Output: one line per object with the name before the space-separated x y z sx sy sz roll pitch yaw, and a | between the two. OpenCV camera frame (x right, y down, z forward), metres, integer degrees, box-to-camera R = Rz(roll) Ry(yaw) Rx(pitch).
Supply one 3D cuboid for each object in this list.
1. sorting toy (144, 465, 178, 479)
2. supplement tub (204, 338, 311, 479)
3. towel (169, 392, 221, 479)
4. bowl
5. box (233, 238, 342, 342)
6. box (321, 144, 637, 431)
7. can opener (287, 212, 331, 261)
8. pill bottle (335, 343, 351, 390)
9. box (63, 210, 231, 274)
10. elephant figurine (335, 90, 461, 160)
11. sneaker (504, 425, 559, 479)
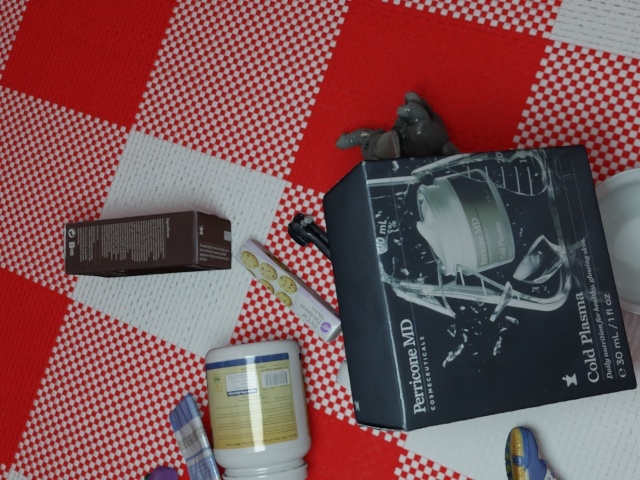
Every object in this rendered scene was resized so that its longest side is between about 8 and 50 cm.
sorting toy | -0.412 0.753 1.797 0.126 0.127 0.366 -16 74 47
supplement tub | -0.142 0.397 1.661 0.228 0.228 0.316 -10 80 17
towel | -0.296 0.525 1.733 0.034 0.209 0.285 -14 73 -28
bowl | 0.672 0.007 1.480 0.297 0.134 0.298 -2 83 19
box | -0.074 0.119 1.758 0.324 0.063 0.067 41 99 18
box | 0.290 0.090 1.410 0.471 0.297 0.480 -7 80 -15
can opener | 0.000 0.000 1.759 0.186 0.073 0.059 36 57 16
pill bottle | 0.149 0.210 1.619 0.161 0.161 0.283 24 91 20
box | -0.435 0.016 1.829 0.381 0.191 0.143 -6 82 19
elephant figurine | 0.174 -0.216 1.685 0.239 0.186 0.169 -38 116 22
sneaker | 0.475 0.537 1.515 0.130 0.112 0.297 -9 82 0
